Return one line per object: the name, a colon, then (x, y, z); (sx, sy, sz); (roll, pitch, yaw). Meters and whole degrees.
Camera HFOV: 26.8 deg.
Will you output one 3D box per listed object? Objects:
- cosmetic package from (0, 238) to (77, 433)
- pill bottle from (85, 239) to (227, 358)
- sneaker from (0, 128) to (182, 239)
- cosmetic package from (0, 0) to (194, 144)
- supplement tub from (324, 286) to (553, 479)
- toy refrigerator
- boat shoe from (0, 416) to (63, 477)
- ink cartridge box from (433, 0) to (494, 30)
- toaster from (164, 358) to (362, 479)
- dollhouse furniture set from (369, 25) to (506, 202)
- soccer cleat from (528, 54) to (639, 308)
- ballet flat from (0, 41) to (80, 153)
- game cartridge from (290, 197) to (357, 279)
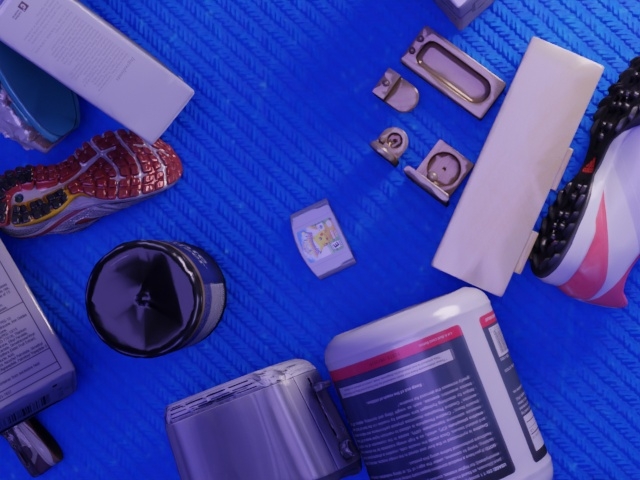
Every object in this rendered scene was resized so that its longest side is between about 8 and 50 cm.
cosmetic package: (-0.406, 0.067, 1.496); (0.153, 0.129, 0.296); (-28, 79, -17)
pill bottle: (-0.169, 0.061, 1.460); (0.123, 0.219, 0.123); (0, 90, 6)
sneaker: (-0.270, -0.062, 1.547); (0.225, 0.093, 0.088); (-15, 71, -9)
cosmetic package: (-0.261, -0.209, 1.468); (0.231, 0.117, 0.085); (37, 94, -32)
supplement tub: (0.133, 0.203, 1.439); (0.191, 0.191, 0.272); (-21, 87, 6)
toy refrigerator: (0.218, -0.076, 1.478); (0.094, 0.102, 0.269); (25, 91, 6)
boat shoe: (-0.364, 0.210, 1.562); (0.049, 0.056, 0.152); (-42, 86, -1)
ink cartridge box: (0.135, -0.301, 1.440); (0.067, 0.198, 0.115); (-41, 85, 4)
toaster: (-0.075, 0.225, 1.489); (0.227, 0.129, 0.146); (-24, 83, 24)
dollhouse furniture set: (0.126, -0.141, 1.477); (0.144, 0.123, 0.151); (37, 93, 5)
soccer cleat: (0.348, -0.079, 1.475); (0.116, 0.108, 0.318); (28, 89, -17)
ballet flat: (-0.409, -0.267, 1.552); (0.147, 0.147, 0.409); (-26, 84, 5)
game cartridge: (0.000, 0.000, 1.545); (0.056, 0.017, 0.083); (-26, 87, 9)
